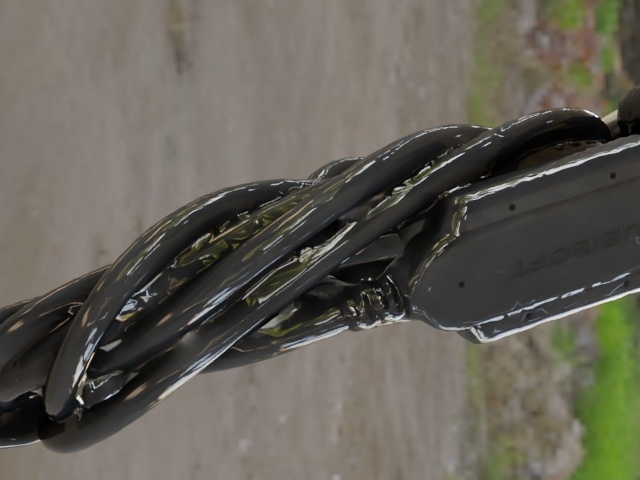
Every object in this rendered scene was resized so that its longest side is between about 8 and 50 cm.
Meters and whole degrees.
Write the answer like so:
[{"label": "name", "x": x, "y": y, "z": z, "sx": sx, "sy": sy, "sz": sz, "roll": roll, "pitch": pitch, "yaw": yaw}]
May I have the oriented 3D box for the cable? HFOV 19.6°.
[{"label": "cable", "x": 0.000, "y": 0.000, "z": 0.414, "sx": 0.150, "sy": 0.184, "sz": 0.047, "roll": -171, "pitch": -117, "yaw": -74}]
